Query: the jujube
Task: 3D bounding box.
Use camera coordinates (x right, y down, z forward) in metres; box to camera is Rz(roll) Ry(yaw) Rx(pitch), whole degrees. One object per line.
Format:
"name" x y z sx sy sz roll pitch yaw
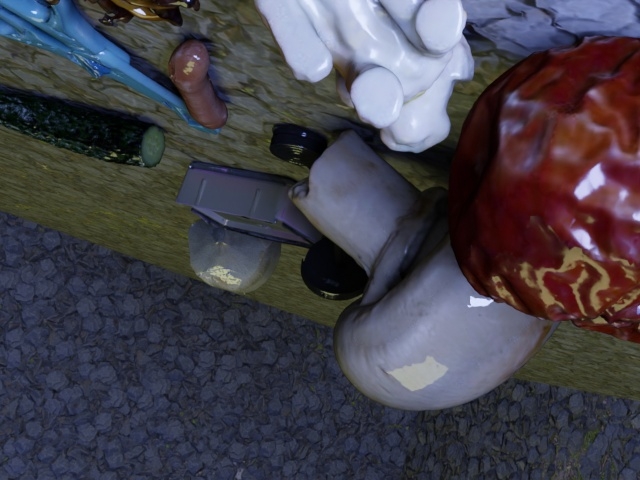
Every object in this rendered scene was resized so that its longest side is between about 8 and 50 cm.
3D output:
"jujube" 0.206 -0.028 0.547 0.232 0.213 0.213 14 171 -7

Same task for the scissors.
"scissors" -0.240 -0.192 0.861 0.180 0.032 0.393 10 168 38

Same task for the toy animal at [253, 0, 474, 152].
"toy animal" 0.024 -0.149 0.563 0.184 0.104 0.185 49 -164 12

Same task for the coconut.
"coconut" -0.159 0.013 1.502 0.161 0.161 0.162 13 168 21

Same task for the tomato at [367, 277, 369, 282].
"tomato" 0.169 0.082 1.163 0.208 0.208 0.184 22 172 -27

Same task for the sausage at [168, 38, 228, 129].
"sausage" -0.123 -0.153 0.850 0.043 0.043 0.186 17 170 4

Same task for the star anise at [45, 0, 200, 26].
"star anise" -0.192 -0.200 0.584 0.233 0.073 0.177 4 -171 -40

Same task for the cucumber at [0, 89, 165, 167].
"cucumber" -0.353 -0.158 1.160 0.293 0.068 0.067 15 170 16

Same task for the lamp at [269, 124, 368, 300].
"lamp" 0.006 -0.014 1.093 0.130 0.109 0.371 15 163 10

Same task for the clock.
"clock" -0.101 -0.052 1.277 0.192 0.071 0.147 12 169 29

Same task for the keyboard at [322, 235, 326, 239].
"keyboard" 0.000 0.000 1.528 0.093 0.025 0.230 7 166 37

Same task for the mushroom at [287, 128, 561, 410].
"mushroom" 0.105 0.010 0.864 0.290 0.292 0.292 47 169 1
